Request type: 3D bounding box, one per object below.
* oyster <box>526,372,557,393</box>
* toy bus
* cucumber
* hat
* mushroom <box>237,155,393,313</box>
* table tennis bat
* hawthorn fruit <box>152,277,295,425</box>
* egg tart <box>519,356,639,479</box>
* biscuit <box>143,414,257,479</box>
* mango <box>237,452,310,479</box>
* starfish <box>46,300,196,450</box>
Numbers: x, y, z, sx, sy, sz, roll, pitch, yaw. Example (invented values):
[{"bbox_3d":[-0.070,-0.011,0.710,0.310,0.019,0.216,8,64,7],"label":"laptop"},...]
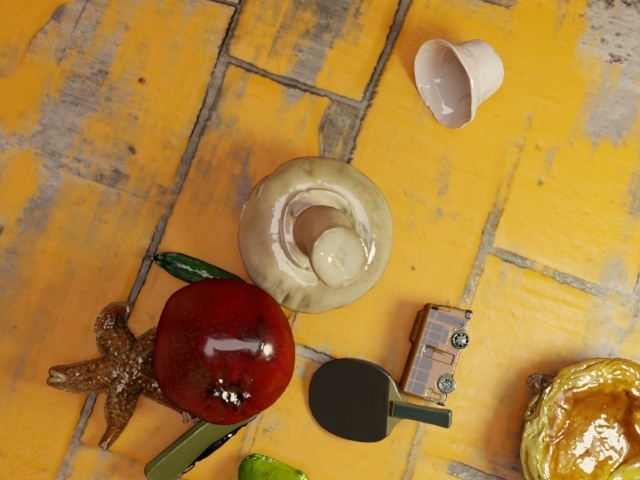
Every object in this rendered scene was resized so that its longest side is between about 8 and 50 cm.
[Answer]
[{"bbox_3d":[0.478,0.299,1.721,0.083,0.038,0.080,25,55,29],"label":"oyster"},{"bbox_3d":[0.233,0.225,1.683,0.114,0.098,0.201,18,86,3],"label":"toy bus"},{"bbox_3d":[-0.245,0.068,1.712,0.250,0.056,0.056,22,84,0],"label":"cucumber"},{"bbox_3d":[0.301,-0.345,1.721,0.126,0.203,0.203,-29,85,-20],"label":"hat"},{"bbox_3d":[0.010,0.007,1.632,0.315,0.315,0.356,-40,51,-5],"label":"mushroom"},{"bbox_3d":[0.114,0.327,1.646,0.301,0.022,0.173,6,98,22],"label":"table tennis bat"},{"bbox_3d":[-0.187,0.187,1.559,0.265,0.265,0.307,-16,42,-3],"label":"hawthorn fruit"},{"bbox_3d":[0.556,0.400,1.640,0.352,0.150,0.351,0,89,-3],"label":"egg tart"},{"bbox_3d":[-0.216,0.380,1.663,0.322,0.099,0.038,-38,53,-4],"label":"biscuit"},{"bbox_3d":[-0.090,0.501,1.646,0.178,0.100,0.119,37,48,11],"label":"mango"},{"bbox_3d":[-0.374,0.277,1.660,0.303,0.113,0.312,30,81,2],"label":"starfish"}]
